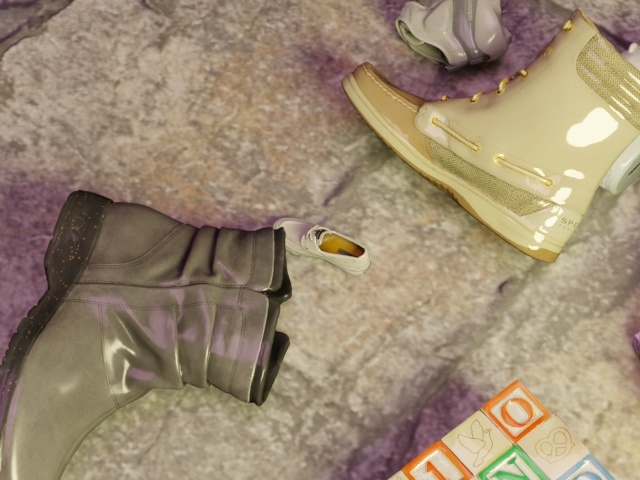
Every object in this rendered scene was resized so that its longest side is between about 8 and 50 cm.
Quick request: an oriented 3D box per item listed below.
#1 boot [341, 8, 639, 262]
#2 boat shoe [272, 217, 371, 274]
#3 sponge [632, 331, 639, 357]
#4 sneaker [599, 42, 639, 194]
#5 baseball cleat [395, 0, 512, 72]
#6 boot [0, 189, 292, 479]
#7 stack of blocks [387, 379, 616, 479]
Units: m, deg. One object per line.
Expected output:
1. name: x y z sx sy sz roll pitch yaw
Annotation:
1. boot: 0.166 -0.133 1.440 0.262 0.095 0.203 40 104 19
2. boat shoe: 0.000 0.000 1.461 0.100 0.035 0.035 25 65 16
3. sponge: 0.394 0.088 1.389 0.210 0.031 0.117 -26 63 -10
4. sneaker: 0.328 -0.158 1.496 0.258 0.094 0.091 -41 71 -17
5. baseball cleat: 0.117 -0.259 1.581 0.109 0.072 0.206 -19 57 0
6. boot: -0.150 0.113 1.367 0.222 0.118 0.338 12 66 4
7. stack of blocks: 0.103 0.273 1.270 0.297 0.087 0.171 -36 65 -16
